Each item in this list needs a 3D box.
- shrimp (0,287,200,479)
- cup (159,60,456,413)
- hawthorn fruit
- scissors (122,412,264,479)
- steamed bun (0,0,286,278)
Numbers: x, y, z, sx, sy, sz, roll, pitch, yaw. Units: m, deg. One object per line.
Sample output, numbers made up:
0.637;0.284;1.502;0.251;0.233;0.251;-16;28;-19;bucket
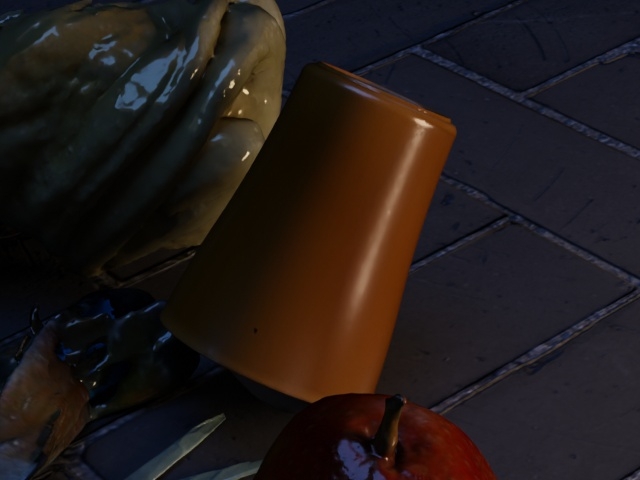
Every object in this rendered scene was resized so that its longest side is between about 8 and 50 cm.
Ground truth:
-0.266;0.151;1.351;0.221;0.110;0.446;3;26;43;shrimp
0.000;0.000;1.436;0.182;0.264;0.226;25;7;3;cup
0.042;0.179;1.183;0.197;0.225;0.196;0;45;0;hawthorn fruit
-0.155;0.199;1.368;0.248;0.017;0.144;-24;37;-29;scissors
-0.199;-0.088;1.627;0.372;0.230;0.325;-16;-4;-10;steamed bun
